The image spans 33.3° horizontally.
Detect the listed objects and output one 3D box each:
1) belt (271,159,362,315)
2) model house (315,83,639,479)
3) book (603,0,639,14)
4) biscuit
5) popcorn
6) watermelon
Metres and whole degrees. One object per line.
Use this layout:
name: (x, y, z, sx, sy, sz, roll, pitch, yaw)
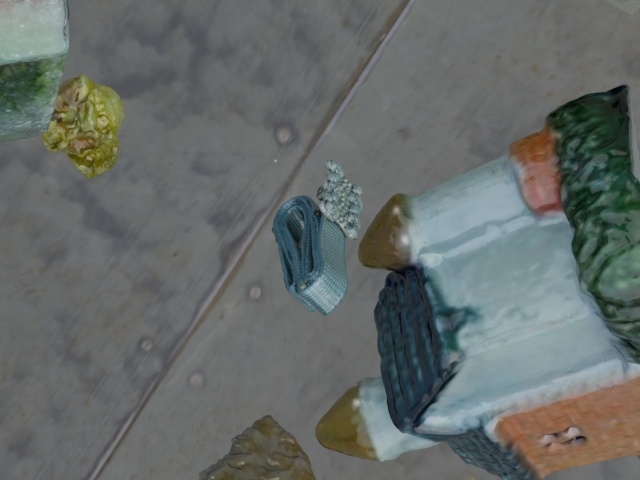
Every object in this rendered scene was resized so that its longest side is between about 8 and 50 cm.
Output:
belt: (0.003, 0.003, 1.106, 0.100, 0.179, 0.065, -34, 122, 15)
model house: (0.120, 0.064, 0.748, 0.291, 0.253, 0.184, -23, 51, 11)
book: (0.206, -0.316, 0.991, 0.295, 0.208, 0.020, 26, 77, -5)
biscuit: (-0.069, 0.265, 1.003, 0.141, 0.290, 0.038, 31, 117, 15)
popcorn: (-0.182, -0.088, 0.836, 0.068, 0.059, 0.083, -21, 109, -24)
watermelon: (-0.182, -0.175, 0.610, 0.094, 0.154, 0.241, 1, 79, -8)
